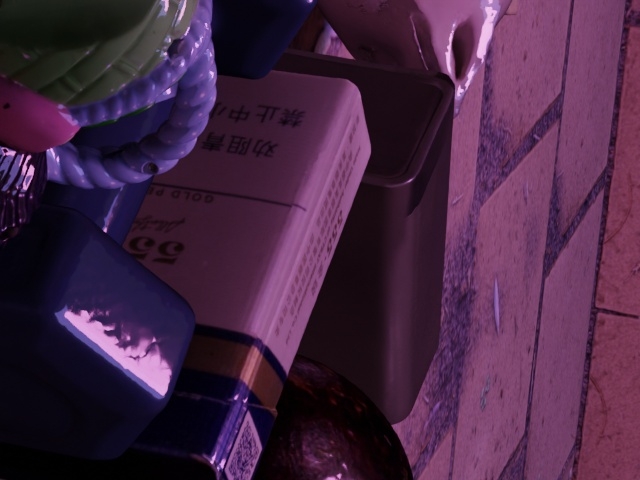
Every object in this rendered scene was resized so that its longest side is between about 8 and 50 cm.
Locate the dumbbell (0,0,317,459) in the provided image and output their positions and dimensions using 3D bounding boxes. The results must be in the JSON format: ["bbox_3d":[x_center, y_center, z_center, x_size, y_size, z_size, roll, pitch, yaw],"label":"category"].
[{"bbox_3d":[-0.104,-0.057,0.976,0.160,0.144,0.325,43,53,-34],"label":"dumbbell"}]

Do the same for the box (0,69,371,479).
[{"bbox_3d":[-0.086,0.018,1.066,0.071,0.168,0.259,75,29,-52],"label":"box"}]

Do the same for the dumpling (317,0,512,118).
[{"bbox_3d":[0.058,-0.251,1.447,0.341,0.181,0.260,64,-2,-7],"label":"dumpling"}]

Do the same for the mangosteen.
[{"bbox_3d":[-0.062,0.149,1.192,0.228,0.228,0.265,81,-11,-49],"label":"mangosteen"}]

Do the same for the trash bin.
[{"bbox_3d":[0.000,0.000,1.379,0.122,0.164,0.240,-64,160,-44],"label":"trash bin"}]

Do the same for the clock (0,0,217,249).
[{"bbox_3d":[-0.139,-0.080,0.797,0.100,0.194,0.195,-98,-177,-49],"label":"clock"}]

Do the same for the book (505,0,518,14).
[{"bbox_3d":[0.103,-0.361,1.531,0.228,0.018,0.322,-129,-149,-53],"label":"book"}]
